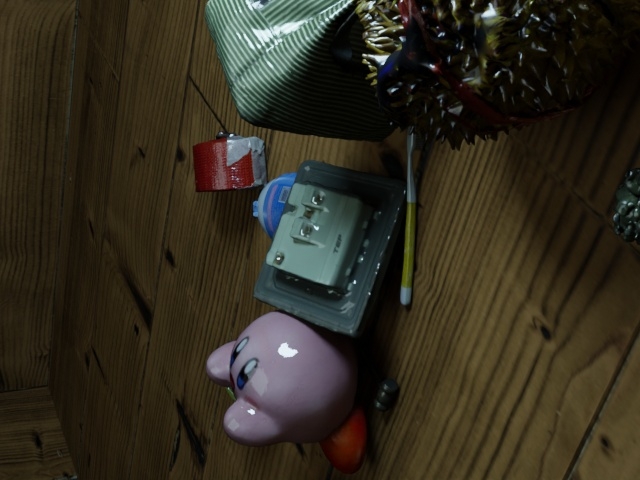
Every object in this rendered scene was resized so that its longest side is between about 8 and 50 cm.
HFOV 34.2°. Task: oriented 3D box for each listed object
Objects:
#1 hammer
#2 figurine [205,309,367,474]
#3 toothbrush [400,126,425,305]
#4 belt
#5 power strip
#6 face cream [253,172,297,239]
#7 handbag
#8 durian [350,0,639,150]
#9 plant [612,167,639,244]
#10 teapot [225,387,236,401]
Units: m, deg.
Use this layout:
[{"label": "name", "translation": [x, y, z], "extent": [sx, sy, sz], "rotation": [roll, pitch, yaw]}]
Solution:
[{"label": "hammer", "translation": [0.060, 0.163, 1.773], "extent": [0.292, 0.029, 0.058], "rotation": [62, 144, 41]}, {"label": "figurine", "translation": [-0.029, 0.220, 1.735], "extent": [0.211, 0.261, 0.270], "rotation": [-57, 35, 28]}, {"label": "toothbrush", "translation": [0.139, -0.038, 1.581], "extent": [0.021, 0.024, 0.288], "rotation": [-146, 54, -61]}, {"label": "belt", "translation": [-0.186, -0.159, 2.093], "extent": [0.201, 0.128, 0.124], "rotation": [-176, 81, -65]}, {"label": "power strip", "translation": [0.000, 0.000, 1.651], "extent": [0.251, 0.092, 0.257], "rotation": [17, 85, 38]}, {"label": "face cream", "translation": [-0.045, -0.048, 1.874], "extent": [0.264, 0.083, 0.149], "rotation": [14, 102, 62]}, {"label": "handbag", "translation": [0.032, -0.295, 1.440], "extent": [0.240, 0.340, 0.247], "rotation": [-39, 60, 39]}, {"label": "durian", "translation": [0.183, -0.273, 1.133], "extent": [0.384, 0.347, 0.348], "rotation": [-3, 92, 51]}, {"label": "plant", "translation": [0.360, -0.045, 1.056], "extent": [0.143, 0.094, 0.092], "rotation": [-37, 72, 55]}, {"label": "teapot", "translation": [-0.112, 0.262, 2.028], "extent": [0.165, 0.119, 0.130], "rotation": [17, 117, 53]}]
